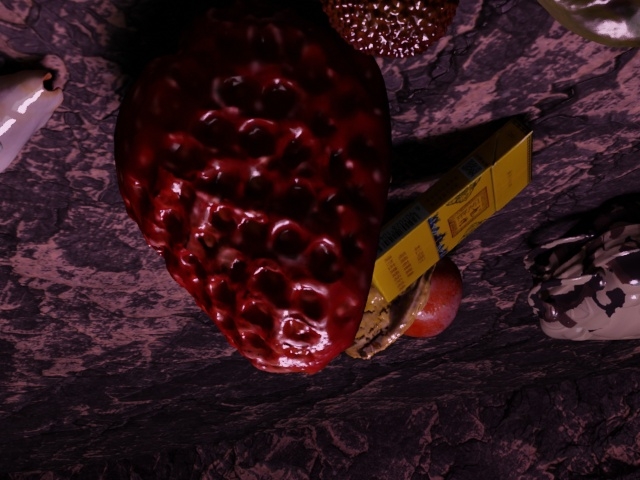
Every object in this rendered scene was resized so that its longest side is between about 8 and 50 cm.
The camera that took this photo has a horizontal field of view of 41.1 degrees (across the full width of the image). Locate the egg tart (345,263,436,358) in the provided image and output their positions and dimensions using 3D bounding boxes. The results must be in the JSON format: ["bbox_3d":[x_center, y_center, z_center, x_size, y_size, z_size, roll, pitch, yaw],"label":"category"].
[{"bbox_3d":[0.081,0.064,1.322,0.105,0.241,0.241,30,143,-22],"label":"egg tart"}]

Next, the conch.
[{"bbox_3d":[-0.352,-0.135,0.924,0.176,0.094,0.104,-42,134,11],"label":"conch"}]

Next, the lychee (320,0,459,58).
[{"bbox_3d":[0.055,-0.221,0.748,0.123,0.123,0.129,-23,154,34],"label":"lychee"}]

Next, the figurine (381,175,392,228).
[{"bbox_3d":[0.000,0.000,1.211,0.207,0.166,0.387,5,157,-38],"label":"figurine"}]

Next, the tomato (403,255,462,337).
[{"bbox_3d":[0.175,0.096,1.501,0.167,0.167,0.167,-6,158,-2],"label":"tomato"}]

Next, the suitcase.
[{"bbox_3d":[0.525,0.071,1.504,0.339,0.194,0.351,2,156,-15],"label":"suitcase"}]

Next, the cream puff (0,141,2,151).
[{"bbox_3d":[-0.401,-0.161,0.620,0.378,0.276,0.378,21,168,5],"label":"cream puff"}]

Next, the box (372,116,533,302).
[{"bbox_3d":[0.174,-0.037,1.162,0.279,0.041,0.153,-39,154,-3],"label":"box"}]

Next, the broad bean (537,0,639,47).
[{"bbox_3d":[0.269,-0.262,0.801,0.153,0.072,0.206,-26,140,33],"label":"broad bean"}]

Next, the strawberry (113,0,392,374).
[{"bbox_3d":[-0.066,-0.036,0.865,0.317,0.345,0.295,-24,153,37],"label":"strawberry"}]
